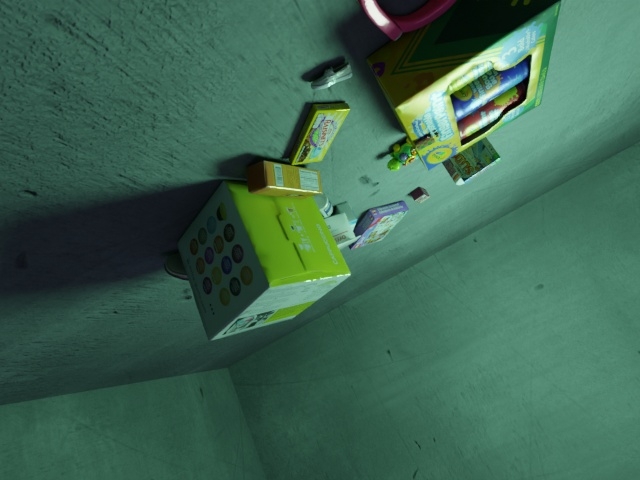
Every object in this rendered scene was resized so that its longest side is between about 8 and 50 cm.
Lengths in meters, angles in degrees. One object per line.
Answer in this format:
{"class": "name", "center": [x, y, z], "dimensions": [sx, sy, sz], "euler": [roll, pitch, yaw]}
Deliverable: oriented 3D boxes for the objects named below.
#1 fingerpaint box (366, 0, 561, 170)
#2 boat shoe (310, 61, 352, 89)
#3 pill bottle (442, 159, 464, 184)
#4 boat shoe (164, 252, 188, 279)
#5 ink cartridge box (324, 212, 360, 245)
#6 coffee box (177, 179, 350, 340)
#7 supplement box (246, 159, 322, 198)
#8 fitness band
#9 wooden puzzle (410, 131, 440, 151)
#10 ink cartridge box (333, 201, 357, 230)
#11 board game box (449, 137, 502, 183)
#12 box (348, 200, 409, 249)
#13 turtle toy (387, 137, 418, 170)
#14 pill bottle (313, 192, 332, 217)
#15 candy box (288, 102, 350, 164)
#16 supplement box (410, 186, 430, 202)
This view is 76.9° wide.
{"class": "fingerpaint box", "center": [0.370, -0.398, 1.036], "dimensions": [0.370, 0.163, 0.444], "euler": [-30, 160, 16]}
{"class": "boat shoe", "center": [0.022, -0.367, 0.895], "dimensions": [0.100, 0.035, 0.035], "euler": [-22, 133, -3]}
{"class": "pill bottle", "center": [0.506, -0.290, 1.506], "dimensions": [0.085, 0.152, 0.086], "euler": [-23, 160, -9]}
{"class": "boat shoe", "center": [-0.392, 0.094, 1.412], "dimensions": [0.335, 0.112, 0.095], "euler": [-9, 150, -48]}
{"class": "ink cartridge box", "center": [0.000, 0.000, 1.537], "dimensions": [0.206, 0.119, 0.353], "euler": [-21, 175, -16]}
{"class": "coffee box", "center": [-0.178, 0.054, 1.240], "dimensions": [0.338, 0.338, 0.334], "euler": [-3, 149, -48]}
{"class": "supplement box", "center": [-0.097, -0.168, 1.149], "dimensions": [0.077, 0.081, 0.233], "euler": [-11, 172, 38]}
{"class": "fitness band", "center": [0.169, -0.489, 0.736], "dimensions": [0.209, 0.054, 0.290], "euler": [-38, 159, 28]}
{"class": "wooden puzzle", "center": [0.273, -0.256, 1.051], "dimensions": [0.083, 0.006, 0.049], "euler": [-26, 162, 18]}
{"class": "ink cartridge box", "center": [0.096, -0.083, 1.606], "dimensions": [0.052, 0.089, 0.122], "euler": [-22, 160, -14]}
{"class": "board game box", "center": [0.493, -0.313, 1.361], "dimensions": [0.136, 0.201, 0.035], "euler": [-37, 158, 25]}
{"class": "box", "center": [0.262, -0.068, 1.900], "dimensions": [0.200, 0.057, 0.293], "euler": [-16, 158, -28]}
{"class": "turtle toy", "center": [0.281, -0.285, 1.364], "dimensions": [0.130, 0.066, 0.095], "euler": [-30, 160, 10]}
{"class": "pill bottle", "center": [0.007, -0.120, 1.436], "dimensions": [0.067, 0.067, 0.120], "euler": [-28, 161, 5]}
{"class": "candy box", "center": [-0.007, -0.281, 1.076], "dimensions": [0.105, 0.027, 0.206], "euler": [-17, 159, -31]}
{"class": "supplement box", "center": [0.448, -0.204, 1.812], "dimensions": [0.055, 0.043, 0.083], "euler": [-36, 159, 26]}
